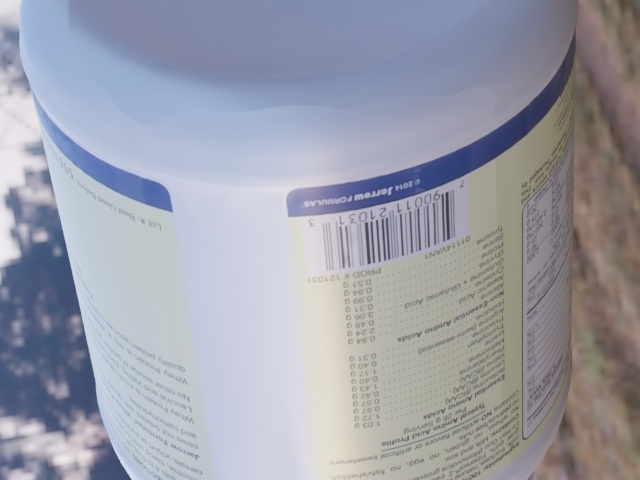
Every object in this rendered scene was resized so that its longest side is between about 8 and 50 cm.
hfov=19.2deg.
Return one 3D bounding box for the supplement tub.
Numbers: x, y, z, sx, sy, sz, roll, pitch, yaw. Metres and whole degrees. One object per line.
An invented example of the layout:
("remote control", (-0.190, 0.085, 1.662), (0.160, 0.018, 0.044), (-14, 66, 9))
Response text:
("supplement tub", (0.000, 0.000, 0.878), (0.235, 0.235, 0.325), (-104, 6, -48))
